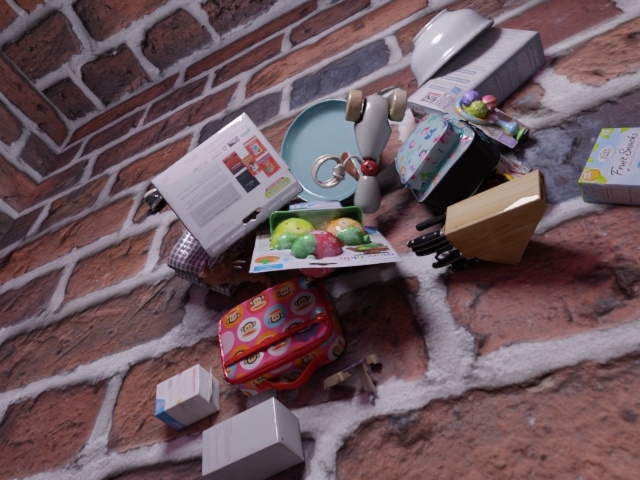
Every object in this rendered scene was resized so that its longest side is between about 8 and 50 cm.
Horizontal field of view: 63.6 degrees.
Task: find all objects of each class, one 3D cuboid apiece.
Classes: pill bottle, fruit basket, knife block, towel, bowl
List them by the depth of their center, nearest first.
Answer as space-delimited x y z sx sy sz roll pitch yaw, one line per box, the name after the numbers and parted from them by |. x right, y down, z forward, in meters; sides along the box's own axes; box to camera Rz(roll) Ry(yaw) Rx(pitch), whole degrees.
0.319 -0.039 1.100 0.242 0.275 0.088 10 51 7 | knife block
0.000 0.000 1.235 0.327 0.165 0.353 -4 9 -2 | fruit basket
-0.301 0.007 1.574 0.235 0.121 0.283 14 61 30 | towel
0.063 -0.256 1.613 0.221 0.121 0.121 -15 42 26 | pill bottle
0.387 -0.628 1.630 0.298 0.134 0.298 -41 2 2 | bowl

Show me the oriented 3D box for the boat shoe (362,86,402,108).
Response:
0.185 -0.462 1.782 0.220 0.077 0.070 -26 39 0 | boat shoe

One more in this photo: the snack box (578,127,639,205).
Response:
0.678 -0.157 1.080 0.207 0.070 0.174 8 56 44 | snack box

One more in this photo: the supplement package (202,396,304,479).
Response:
-0.139 0.422 1.061 0.179 0.105 0.105 -28 37 11 | supplement package

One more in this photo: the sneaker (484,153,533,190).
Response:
0.458 -0.149 1.246 0.093 0.088 0.225 -5 35 -4 | sneaker

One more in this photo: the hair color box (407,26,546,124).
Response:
0.464 -0.475 1.546 0.374 0.113 0.185 -41 37 -7 | hair color box

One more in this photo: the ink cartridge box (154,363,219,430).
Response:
-0.314 0.378 1.254 0.143 0.090 0.092 -27 39 9 | ink cartridge box

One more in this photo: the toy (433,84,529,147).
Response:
0.432 -0.343 1.353 0.237 0.056 0.137 37 50 13 | toy

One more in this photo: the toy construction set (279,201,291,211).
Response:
-0.201 -0.170 1.618 0.215 0.151 0.328 17 21 14 | toy construction set

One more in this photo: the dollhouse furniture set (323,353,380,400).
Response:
0.075 0.308 1.099 0.114 0.091 0.081 -37 74 35 | dollhouse furniture set

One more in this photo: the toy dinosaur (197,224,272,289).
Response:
-0.185 0.035 1.426 0.127 0.200 0.295 1 51 39 | toy dinosaur

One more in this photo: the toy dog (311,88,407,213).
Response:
0.129 -0.251 1.393 0.333 0.220 0.161 -64 -1 5 | toy dog

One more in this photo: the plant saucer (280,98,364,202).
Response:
0.027 -0.260 1.537 0.318 0.044 0.317 -4 82 25 | plant saucer

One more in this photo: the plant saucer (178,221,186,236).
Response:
-0.363 -0.106 1.839 0.311 0.050 0.310 -22 39 19 | plant saucer

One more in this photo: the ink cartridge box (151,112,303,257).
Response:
-0.238 -0.134 1.393 0.309 0.130 0.271 -37 82 -5 | ink cartridge box

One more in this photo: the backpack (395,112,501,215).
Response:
0.305 -0.206 1.298 0.225 0.191 0.253 -54 14 23 | backpack

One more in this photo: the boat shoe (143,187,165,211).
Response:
-0.606 -0.204 2.125 0.233 0.084 0.079 -32 75 -6 | boat shoe

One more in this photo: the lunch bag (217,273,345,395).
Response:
-0.093 0.236 1.222 0.293 0.120 0.258 -28 43 7 | lunch bag
